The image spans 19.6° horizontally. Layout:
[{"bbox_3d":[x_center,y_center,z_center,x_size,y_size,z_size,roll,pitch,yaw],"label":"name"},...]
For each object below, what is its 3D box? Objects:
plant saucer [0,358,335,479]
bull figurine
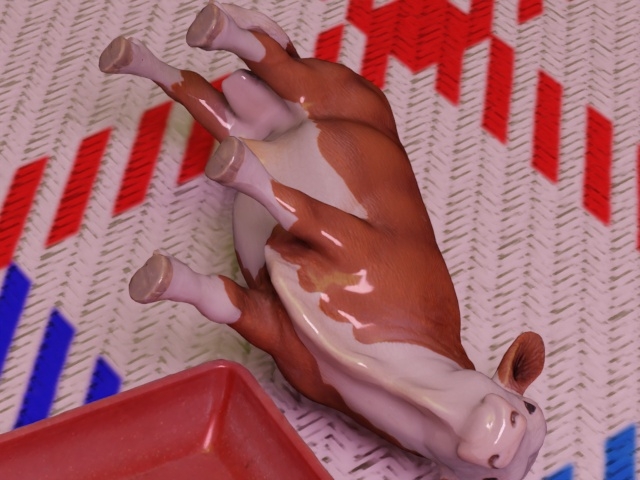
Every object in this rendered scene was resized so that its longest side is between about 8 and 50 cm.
[{"bbox_3d":[-0.084,0.179,0.741,0.259,0.048,0.258,-19,47,-26],"label":"plant saucer"},{"bbox_3d":[0.000,0.000,0.881,0.188,0.101,0.310,34,20,-33],"label":"bull figurine"}]
